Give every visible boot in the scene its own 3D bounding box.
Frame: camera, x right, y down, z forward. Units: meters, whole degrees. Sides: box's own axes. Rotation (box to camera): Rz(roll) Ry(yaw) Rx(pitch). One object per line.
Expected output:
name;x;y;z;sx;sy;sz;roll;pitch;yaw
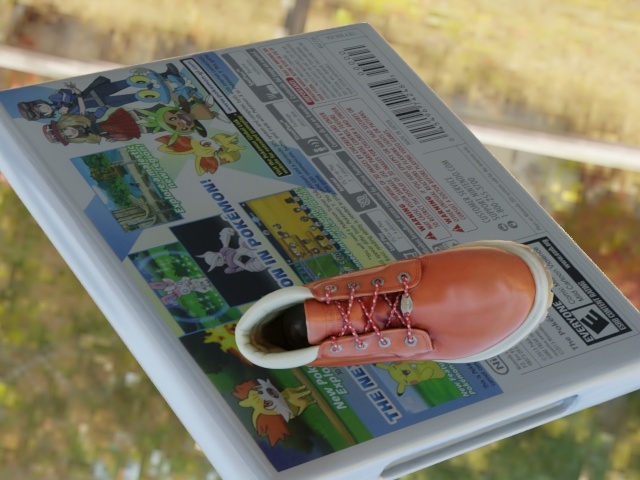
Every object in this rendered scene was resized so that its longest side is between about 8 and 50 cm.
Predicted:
boot;0.034;0.037;0.937;0.158;0.059;0.084;-14;174;31

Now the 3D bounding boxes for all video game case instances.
video game case;0.000;0.000;1.128;0.300;0.036;0.329;-15;-128;-35
